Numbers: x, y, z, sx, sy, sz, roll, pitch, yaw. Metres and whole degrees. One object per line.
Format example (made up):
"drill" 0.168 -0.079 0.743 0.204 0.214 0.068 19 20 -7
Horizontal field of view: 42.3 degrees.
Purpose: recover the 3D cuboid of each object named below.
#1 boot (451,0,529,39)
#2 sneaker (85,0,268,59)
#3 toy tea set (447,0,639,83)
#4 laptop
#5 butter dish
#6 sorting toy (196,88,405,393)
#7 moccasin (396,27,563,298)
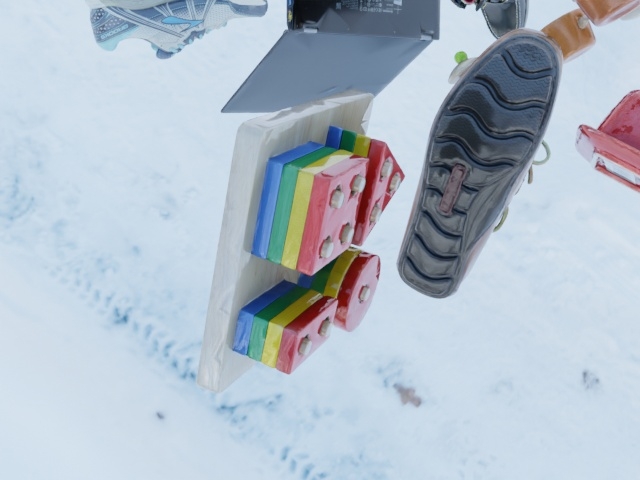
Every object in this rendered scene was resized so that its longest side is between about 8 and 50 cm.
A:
"boot" 0.248 -0.380 1.255 0.085 0.178 0.236 5 133 29
"sneaker" -0.222 -0.350 1.292 0.283 0.110 0.122 -4 115 -18
"toy tea set" 0.296 -0.299 1.094 0.336 0.200 0.124 -31 84 32
"laptop" 0.022 -0.452 1.612 0.236 0.382 0.407 13 106 48
"butter dish" 0.362 -0.109 0.869 0.160 0.160 0.118 31 95 15
"sorting toy" 0.000 0.000 0.812 0.089 0.255 0.257 20 113 19
"moccasin" 0.211 -0.096 1.066 0.139 0.147 0.379 23 127 17
